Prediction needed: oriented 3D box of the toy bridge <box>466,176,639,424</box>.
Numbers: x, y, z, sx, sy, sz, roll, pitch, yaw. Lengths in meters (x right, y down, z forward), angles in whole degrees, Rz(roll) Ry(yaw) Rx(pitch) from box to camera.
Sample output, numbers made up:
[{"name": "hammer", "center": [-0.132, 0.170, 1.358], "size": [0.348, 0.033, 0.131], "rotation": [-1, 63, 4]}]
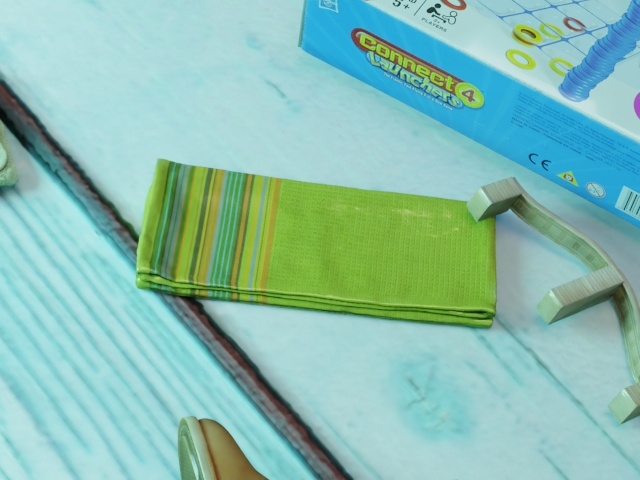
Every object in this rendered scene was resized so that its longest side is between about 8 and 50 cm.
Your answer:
[{"name": "toy bridge", "center": [0.173, 0.035, 1.033], "size": [0.063, 0.026, 0.188], "rotation": [-19, 64, -32]}]

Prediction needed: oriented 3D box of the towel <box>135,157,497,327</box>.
[{"name": "towel", "center": [0.000, 0.000, 1.043], "size": [0.237, 0.021, 0.102], "rotation": [7, 56, -4]}]

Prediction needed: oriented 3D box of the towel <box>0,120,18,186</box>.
[{"name": "towel", "center": [-0.284, -0.062, 1.042], "size": [0.148, 0.027, 0.110], "rotation": [-18, 59, -19]}]

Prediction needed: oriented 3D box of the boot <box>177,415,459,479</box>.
[{"name": "boot", "center": [0.015, 0.166, 0.901], "size": [0.152, 0.073, 0.197], "rotation": [-23, 73, -20]}]

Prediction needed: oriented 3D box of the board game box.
[{"name": "board game box", "center": [0.194, -0.192, 1.139], "size": [0.308, 0.086, 0.302], "rotation": [29, 59, 13]}]
